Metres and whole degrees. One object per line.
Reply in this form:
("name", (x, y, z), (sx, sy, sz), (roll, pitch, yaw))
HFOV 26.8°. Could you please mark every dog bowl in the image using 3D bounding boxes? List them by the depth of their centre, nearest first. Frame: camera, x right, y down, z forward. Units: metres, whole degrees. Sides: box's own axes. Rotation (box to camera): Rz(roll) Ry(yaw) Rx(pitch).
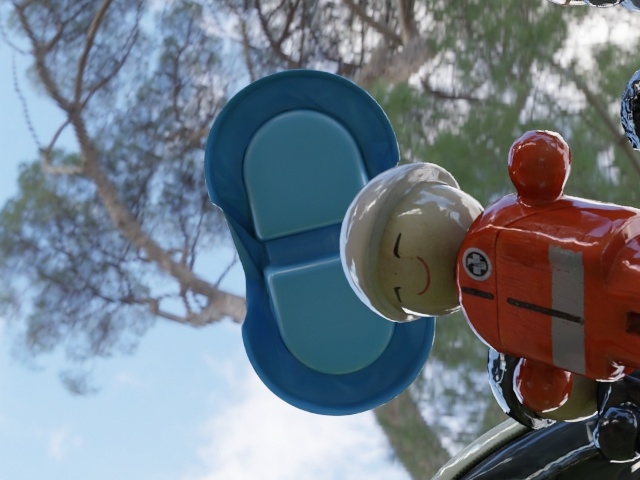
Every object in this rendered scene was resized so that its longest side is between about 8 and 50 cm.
("dog bowl", (0.000, 0.000, 1.170), (0.165, 0.074, 0.297), (-13, -85, 2))

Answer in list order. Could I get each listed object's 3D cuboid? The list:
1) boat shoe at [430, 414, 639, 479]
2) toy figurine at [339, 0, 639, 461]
("boat shoe", (0.075, 0.212, 0.730), (0.340, 0.113, 0.127), (-32, -56, -8))
("toy figurine", (0.128, -0.021, 0.531), (0.148, 0.210, 0.213), (15, -13, 41))
